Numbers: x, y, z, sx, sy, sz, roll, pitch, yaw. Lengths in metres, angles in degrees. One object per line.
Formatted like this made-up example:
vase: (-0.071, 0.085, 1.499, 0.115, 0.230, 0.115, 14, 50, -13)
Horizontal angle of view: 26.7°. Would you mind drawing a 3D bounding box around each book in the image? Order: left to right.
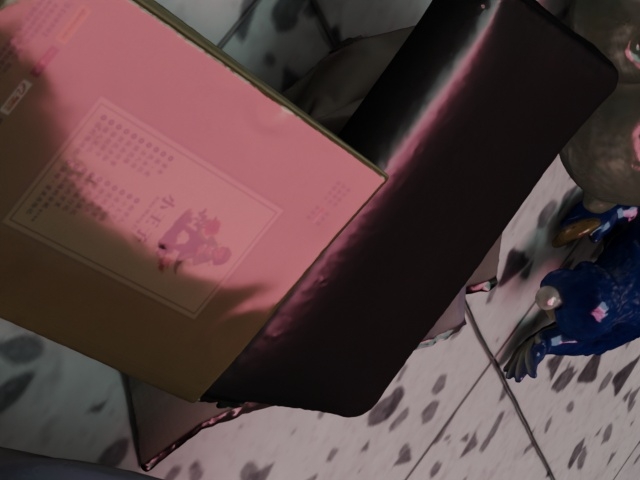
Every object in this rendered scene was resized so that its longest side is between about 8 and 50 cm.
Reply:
book: (-0.076, -0.018, 0.532, 0.138, 0.016, 0.199, -49, 134, 9)

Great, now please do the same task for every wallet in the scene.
wallet: (0.038, -0.010, 0.659, 0.149, 0.044, 0.250, 18, 112, -51)

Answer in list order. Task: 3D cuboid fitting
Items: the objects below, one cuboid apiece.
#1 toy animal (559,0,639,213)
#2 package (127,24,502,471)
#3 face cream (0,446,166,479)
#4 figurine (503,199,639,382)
toy animal: (0.195, -0.116, 0.843, 0.138, 0.108, 0.236, -52, 149, -11)
package: (0.000, 0.000, 0.717, 0.251, 0.062, 0.204, -26, 139, -24)
face cream: (-0.089, 0.197, 0.550, 0.420, 0.137, 0.234, 25, 97, -35)
figurine: (0.258, 0.026, 1.052, 0.262, 0.121, 0.164, -29, 143, -38)
